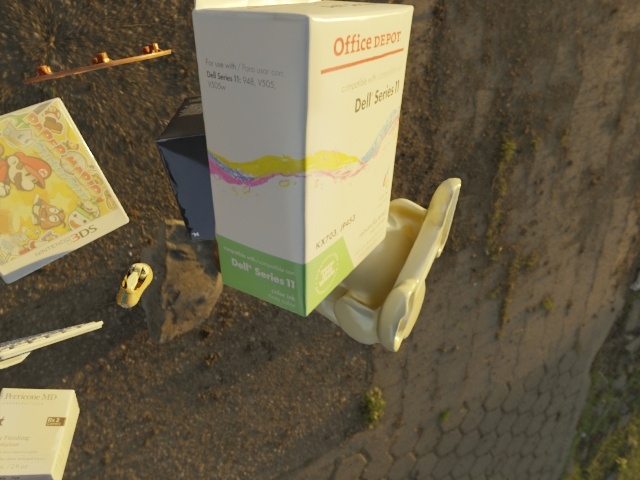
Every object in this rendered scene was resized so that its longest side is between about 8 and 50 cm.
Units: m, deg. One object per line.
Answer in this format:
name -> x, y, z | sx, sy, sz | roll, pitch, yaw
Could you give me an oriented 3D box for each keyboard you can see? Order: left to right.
keyboard -> -0.284, 0.095, 0.368 | 0.072, 0.256, 0.014 | -25, 99, -57

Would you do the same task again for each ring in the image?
ring -> -0.529, -0.427, 1.054 | 0.337, 0.337, 0.032 | -22, 118, -21

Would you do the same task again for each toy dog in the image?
toy dog -> 0.000, 0.000, 0.800 | 0.284, 0.409, 0.395 | -62, 162, -17

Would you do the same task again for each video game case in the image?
video game case -> -0.452, -0.080, 0.692 | 0.206, 0.026, 0.226 | -36, 116, -31

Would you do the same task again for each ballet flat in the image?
ballet flat -> -0.579, 0.120, 1.394 | 0.080, 0.232, 0.073 | 11, 117, -15

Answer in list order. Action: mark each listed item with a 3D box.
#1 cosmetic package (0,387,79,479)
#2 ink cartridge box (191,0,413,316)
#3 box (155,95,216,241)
cosmetic package -> -0.662, 0.454, 1.009 | 0.152, 0.183, 0.151 | 8, 140, -18
ink cartridge box -> -0.007, -0.127, 0.454 | 0.207, 0.119, 0.353 | -40, 140, -47
box -> -0.277, -0.203, 1.191 | 0.183, 0.293, 0.296 | -5, 127, 4
